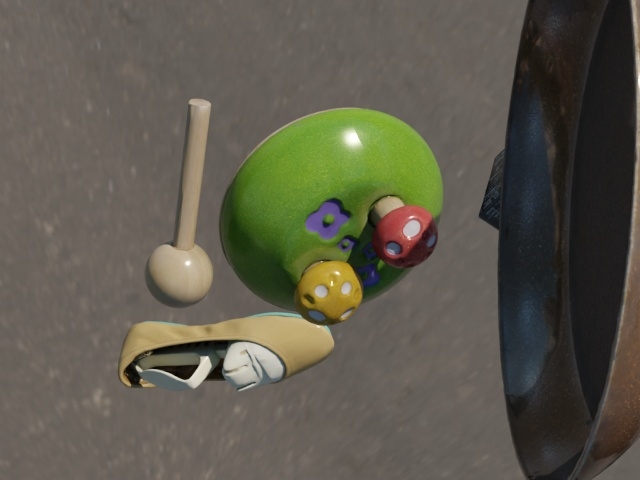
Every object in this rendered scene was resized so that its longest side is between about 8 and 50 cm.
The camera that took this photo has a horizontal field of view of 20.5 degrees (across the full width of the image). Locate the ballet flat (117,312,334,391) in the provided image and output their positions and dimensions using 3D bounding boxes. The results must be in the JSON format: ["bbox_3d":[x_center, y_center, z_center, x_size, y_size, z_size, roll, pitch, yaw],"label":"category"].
[{"bbox_3d":[-0.097,0.120,1.742,0.232,0.080,0.073,-4,40,28],"label":"ballet flat"}]

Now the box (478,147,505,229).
[{"bbox_3d":[0.145,-0.055,1.219,0.018,0.083,0.067,33,43,-12],"label":"box"}]

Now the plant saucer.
[{"bbox_3d":[0.141,-0.023,0.903,0.050,0.310,0.311,3,77,-4],"label":"plant saucer"}]

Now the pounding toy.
[{"bbox_3d":[0.000,0.000,1.347,0.236,0.110,0.183,4,121,-26],"label":"pounding toy"}]
